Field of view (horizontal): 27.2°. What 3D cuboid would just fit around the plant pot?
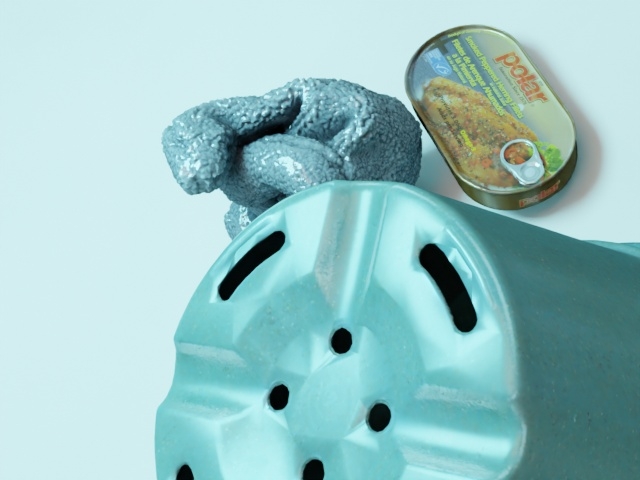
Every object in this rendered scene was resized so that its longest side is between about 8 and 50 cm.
[{"bbox_3d":[0.100,0.126,0.815,0.341,0.334,0.341,-16,65,38],"label":"plant pot"}]

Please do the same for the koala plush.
[{"bbox_3d":[0.000,0.000,1.075,0.203,0.196,0.221,-18,54,12],"label":"koala plush"}]

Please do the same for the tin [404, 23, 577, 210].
[{"bbox_3d":[0.142,-0.104,1.103,0.106,0.040,0.189,-28,54,3],"label":"tin"}]
